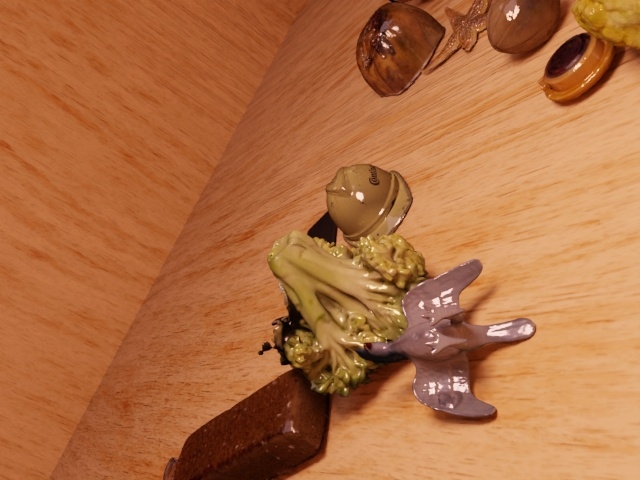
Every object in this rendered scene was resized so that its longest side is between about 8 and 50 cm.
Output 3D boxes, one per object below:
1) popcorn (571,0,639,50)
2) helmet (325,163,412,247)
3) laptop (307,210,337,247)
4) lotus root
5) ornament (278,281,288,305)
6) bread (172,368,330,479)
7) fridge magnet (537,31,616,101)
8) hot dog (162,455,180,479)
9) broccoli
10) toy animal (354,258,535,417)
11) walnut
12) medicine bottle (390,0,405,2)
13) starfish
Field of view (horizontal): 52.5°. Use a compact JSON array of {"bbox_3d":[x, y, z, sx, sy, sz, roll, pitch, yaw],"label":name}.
[{"bbox_3d":[0.500,-0.380,0.935,0.242,0.235,0.250,-21,-19,-39],"label":"popcorn"},{"bbox_3d":[0.084,-0.100,1.493,0.204,0.137,0.257,-54,22,6],"label":"helmet"},{"bbox_3d":[0.000,0.000,1.699,0.135,0.016,0.197,-42,24,34],"label":"laptop"},{"bbox_3d":[0.201,-0.548,1.836,0.272,0.192,0.272,-40,34,35],"label":"lotus root"},{"bbox_3d":[-0.078,0.131,1.644,0.092,0.041,0.068,5,69,55],"label":"ornament"},{"bbox_3d":[-0.144,0.408,1.302,0.416,0.113,0.165,-39,28,35],"label":"bread"},{"bbox_3d":[0.445,-0.305,1.128,0.143,0.063,0.143,-48,20,25],"label":"fridge magnet"},{"bbox_3d":[-0.319,0.577,1.497,0.131,0.069,0.253,-66,19,0],"label":"hot dog"},{"bbox_3d":[0.022,0.104,1.143,0.348,0.281,0.293,-22,31,54],"label":"broccoli"},{"bbox_3d":[0.178,0.143,0.964,0.176,0.255,0.239,79,-169,-68],"label":"toy animal"},{"bbox_3d":[0.410,-0.456,1.315,0.162,0.140,0.140,-67,22,1],"label":"walnut"},{"bbox_3d":[0.326,-0.856,1.902,0.395,0.242,0.242,6,64,61],"label":"medicine bottle"},{"bbox_3d":[0.363,-0.546,1.656,0.295,0.048,0.231,-36,39,44],"label":"starfish"}]
